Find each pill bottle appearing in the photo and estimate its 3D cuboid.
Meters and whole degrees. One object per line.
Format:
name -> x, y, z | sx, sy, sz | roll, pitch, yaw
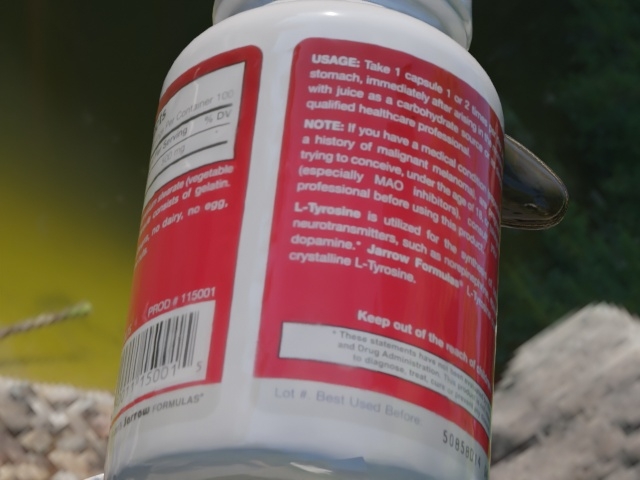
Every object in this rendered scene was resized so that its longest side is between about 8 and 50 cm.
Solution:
pill bottle -> 0.000, 0.000, 1.212 | 0.229, 0.229, 0.408 | 31, 53, -38

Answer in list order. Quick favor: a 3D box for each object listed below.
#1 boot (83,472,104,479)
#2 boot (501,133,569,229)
boot -> -0.179, 0.220, 1.319 | 0.190, 0.069, 0.086 | -18, 77, -27
boot -> 0.104, -0.079, 1.514 | 0.219, 0.082, 0.106 | 28, -12, 1
